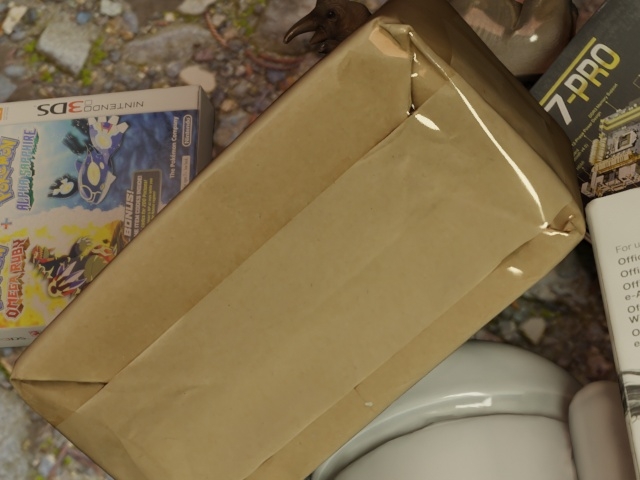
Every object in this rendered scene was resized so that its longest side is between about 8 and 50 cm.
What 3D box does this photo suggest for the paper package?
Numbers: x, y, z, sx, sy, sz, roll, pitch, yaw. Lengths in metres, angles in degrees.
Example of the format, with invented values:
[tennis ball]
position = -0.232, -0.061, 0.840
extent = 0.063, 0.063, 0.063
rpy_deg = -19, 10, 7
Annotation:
[paper package]
position = 0.000, 0.000, 1.001
extent = 0.309, 0.325, 0.168
rpy_deg = -42, 95, 14

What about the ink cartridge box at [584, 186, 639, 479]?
[ink cartridge box]
position = 0.252, 0.139, 0.875
extent = 0.129, 0.223, 0.307
rpy_deg = -16, 52, 17

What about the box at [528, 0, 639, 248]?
[box]
position = 0.355, -0.111, 1.107
extent = 0.318, 0.097, 0.395
rpy_deg = 41, 96, 23

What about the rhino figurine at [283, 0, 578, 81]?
[rhino figurine]
position = 0.087, -0.168, 1.256
extent = 0.243, 0.073, 0.106
rpy_deg = -2, 63, 13

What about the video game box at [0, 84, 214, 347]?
[video game box]
position = -0.182, -0.020, 1.263
extent = 0.187, 0.048, 0.205
rpy_deg = -6, 65, 13

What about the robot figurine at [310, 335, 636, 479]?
[robot figurine]
position = 0.103, 0.209, 0.995
extent = 0.300, 0.200, 0.353
rpy_deg = -43, 42, 35
